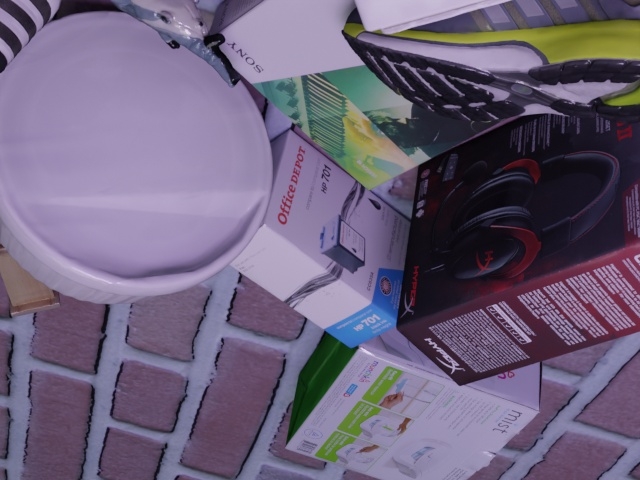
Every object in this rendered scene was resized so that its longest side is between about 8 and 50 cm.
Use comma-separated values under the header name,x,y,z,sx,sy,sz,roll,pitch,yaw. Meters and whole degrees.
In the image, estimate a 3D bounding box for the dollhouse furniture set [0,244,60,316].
name,x,y,z,sx,sy,sz,roll,pitch,yaw
dollhouse furniture set,-0.298,-0.022,1.206,0.160,0.101,0.182,-12,140,-10

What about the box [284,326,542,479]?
name,x,y,z,sx,sy,sz,roll,pitch,yaw
box,0.110,0.189,1.297,0.231,0.127,0.262,19,139,-9

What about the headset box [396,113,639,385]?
name,x,y,z,sx,sy,sz,roll,pitch,yaw
headset box,0.225,-0.017,0.960,0.293,0.218,0.110,-23,129,35

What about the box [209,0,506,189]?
name,x,y,z,sx,sy,sz,roll,pitch,yaw
box,0.090,-0.188,0.919,0.322,0.059,0.232,-26,127,37

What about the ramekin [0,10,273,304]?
name,x,y,z,sx,sy,sz,roll,pitch,yaw
ramekin,-0.189,-0.064,0.980,0.272,0.273,0.127,26,150,-16

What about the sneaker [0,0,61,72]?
name,x,y,z,sx,sy,sz,roll,pitch,yaw
sneaker,-0.363,-0.295,0.749,0.169,0.258,0.447,-23,129,34

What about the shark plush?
name,x,y,z,sx,sy,sz,roll,pitch,yaw
shark plush,-0.129,-0.199,0.936,0.161,0.073,0.067,31,150,3

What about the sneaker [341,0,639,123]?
name,x,y,z,sx,sy,sz,roll,pitch,yaw
sneaker,0.155,-0.165,0.815,0.299,0.121,0.111,9,161,31

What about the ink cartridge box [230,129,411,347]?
name,x,y,z,sx,sy,sz,roll,pitch,yaw
ink cartridge box,0.000,0.000,1.094,0.190,0.140,0.082,37,135,-27

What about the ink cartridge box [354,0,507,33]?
name,x,y,z,sx,sy,sz,roll,pitch,yaw
ink cartridge box,0.087,-0.303,0.687,0.201,0.117,0.278,-11,118,24
